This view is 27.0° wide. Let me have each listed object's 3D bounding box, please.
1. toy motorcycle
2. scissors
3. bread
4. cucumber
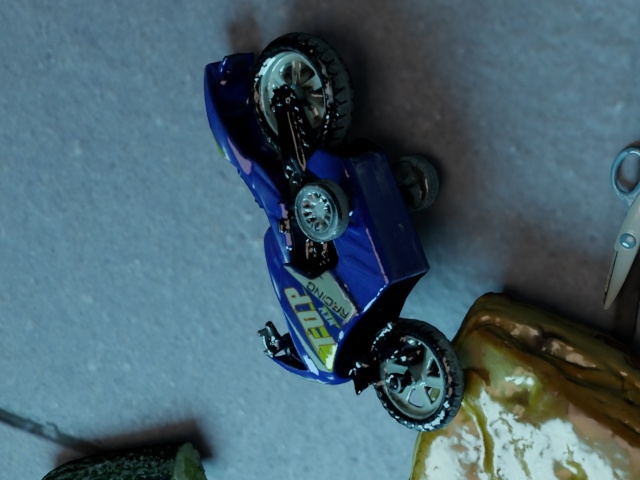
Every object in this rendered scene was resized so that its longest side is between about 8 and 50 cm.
[{"bbox_3d":[0.000,0.000,0.986,0.169,0.113,0.315,-25,85,46],"label":"toy motorcycle"},{"bbox_3d":[0.215,-0.004,0.918,0.058,0.014,0.119,24,119,21],"label":"scissors"},{"bbox_3d":[0.180,0.169,0.965,0.235,0.099,0.211,25,122,20],"label":"bread"},{"bbox_3d":[-0.190,0.225,1.243,0.214,0.058,0.052,-15,137,38],"label":"cucumber"}]
